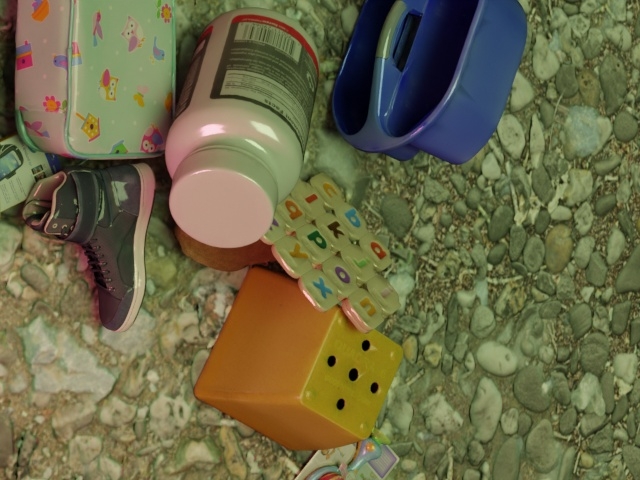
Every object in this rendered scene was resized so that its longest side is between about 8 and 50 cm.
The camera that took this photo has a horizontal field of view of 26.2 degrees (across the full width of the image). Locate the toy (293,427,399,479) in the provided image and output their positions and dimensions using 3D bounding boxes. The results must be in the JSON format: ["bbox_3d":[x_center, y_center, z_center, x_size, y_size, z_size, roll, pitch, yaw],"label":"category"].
[{"bbox_3d":[0.029,0.382,2.076,0.237,0.056,0.137,-51,120,-24],"label":"toy"}]

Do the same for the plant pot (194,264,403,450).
[{"bbox_3d":[-0.012,0.179,1.944,0.212,0.187,0.212,35,72,-35],"label":"plant pot"}]

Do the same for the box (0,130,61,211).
[{"bbox_3d":[-0.393,-0.086,1.723,0.136,0.028,0.081,-31,112,-36],"label":"box"}]

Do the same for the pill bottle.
[{"bbox_3d":[-0.103,-0.145,1.771,0.176,0.176,0.319,48,33,-30],"label":"pill bottle"}]

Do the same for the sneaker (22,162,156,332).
[{"bbox_3d":[-0.303,0.012,1.752,0.163,0.086,0.226,-4,106,-40],"label":"sneaker"}]

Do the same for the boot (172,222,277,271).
[{"bbox_3d":[-0.082,-0.009,1.954,0.305,0.112,0.115,17,113,-43],"label":"boot"}]

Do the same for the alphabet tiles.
[{"bbox_3d":[0.000,0.000,1.904,0.284,0.021,0.278,51,27,3],"label":"alphabet tiles"}]

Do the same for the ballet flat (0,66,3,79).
[{"bbox_3d":[-0.490,-0.119,1.610,0.280,0.095,0.096,-29,121,-23],"label":"ballet flat"}]

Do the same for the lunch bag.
[{"bbox_3d":[-0.277,-0.233,1.738,0.224,0.107,0.279,-7,101,-57],"label":"lunch bag"}]

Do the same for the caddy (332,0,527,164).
[{"bbox_3d":[0.150,-0.271,2.010,0.179,0.241,0.341,29,75,-41],"label":"caddy"}]
